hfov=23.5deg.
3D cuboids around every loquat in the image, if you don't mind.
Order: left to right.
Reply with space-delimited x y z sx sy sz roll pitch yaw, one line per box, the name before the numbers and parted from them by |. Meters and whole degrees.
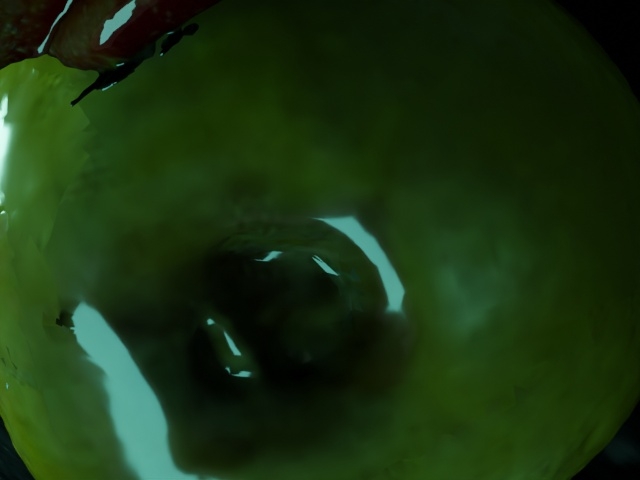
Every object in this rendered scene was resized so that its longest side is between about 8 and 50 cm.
loquat | 0.000 0.000 0.585 0.275 0.275 0.275 32 157 15

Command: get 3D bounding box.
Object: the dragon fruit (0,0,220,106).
dragon fruit | -0.056 -0.137 0.412 0.130 0.295 0.268 58 -176 -18
